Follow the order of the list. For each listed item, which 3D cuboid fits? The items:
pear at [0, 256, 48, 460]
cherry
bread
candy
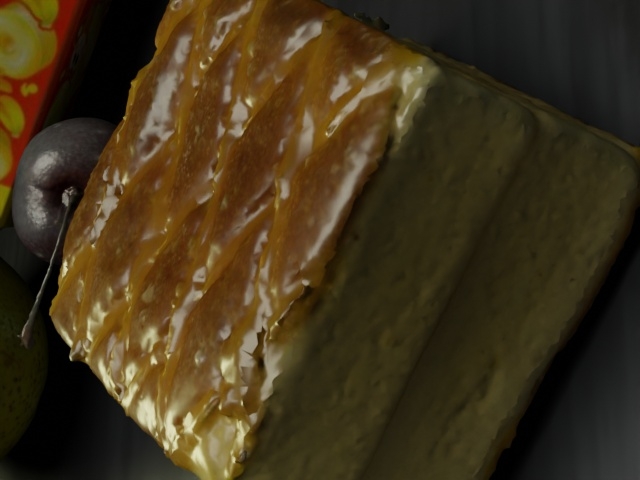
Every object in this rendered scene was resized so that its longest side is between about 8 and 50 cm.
[{"bbox_3d":[-0.379,0.111,1.289,0.294,0.294,0.294,-26,55,44],"label":"pear"},{"bbox_3d":[-0.221,-0.017,1.279,0.148,0.115,0.188,28,102,40],"label":"cherry"},{"bbox_3d":[0.000,0.000,0.902,0.279,0.207,0.279,41,107,51],"label":"bread"},{"bbox_3d":[-0.272,-0.149,1.373,0.146,0.088,0.276,-112,42,-87],"label":"candy"}]
